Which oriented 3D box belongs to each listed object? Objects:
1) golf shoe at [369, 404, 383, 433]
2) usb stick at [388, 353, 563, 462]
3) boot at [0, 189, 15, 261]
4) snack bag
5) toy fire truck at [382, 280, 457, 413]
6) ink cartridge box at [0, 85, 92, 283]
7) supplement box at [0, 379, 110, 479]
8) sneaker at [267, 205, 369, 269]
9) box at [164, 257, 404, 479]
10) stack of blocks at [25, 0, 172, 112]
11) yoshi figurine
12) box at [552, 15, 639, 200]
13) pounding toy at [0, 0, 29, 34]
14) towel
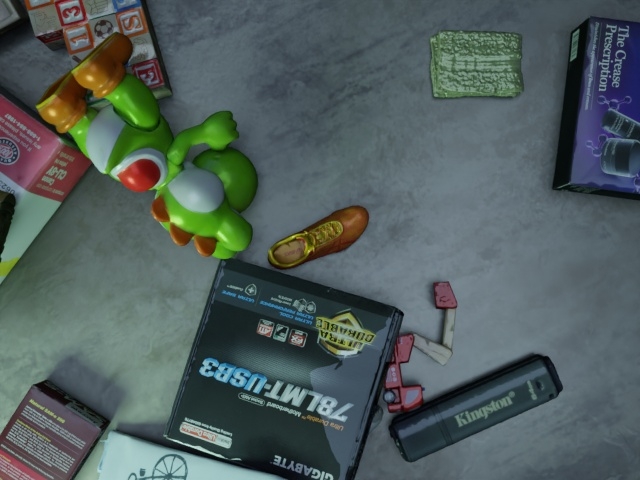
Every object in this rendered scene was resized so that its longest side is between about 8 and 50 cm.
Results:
[{"bbox_3d":[0.037,0.327,1.486,0.176,0.069,0.086,-38,106,5],"label":"golf shoe"},{"bbox_3d":[0.242,0.263,1.487,0.278,0.045,0.077,-24,88,-1],"label":"usb stick"},{"bbox_3d":[-0.582,0.003,1.314,0.270,0.089,0.236,14,78,3],"label":"boot"},{"bbox_3d":[-0.226,0.473,1.399,0.343,0.037,0.323,8,76,26],"label":"snack bag"},{"bbox_3d":[0.155,0.167,1.481,0.135,0.047,0.192,-9,81,5],"label":"toy fire truck"},{"bbox_3d":[-0.582,-0.063,1.436,0.279,0.160,0.384,36,90,4],"label":"ink cartridge box"},{"bbox_3d":[-0.449,0.353,1.473,0.130,0.073,0.239,33,90,1],"label":"supplement box"},{"bbox_3d":[0.000,0.000,1.485,0.175,0.067,0.064,-30,87,-2],"label":"sneaker"},{"bbox_3d":[-0.054,0.203,1.440,0.296,0.073,0.293,17,84,14],"label":"box"},{"bbox_3d":[-0.358,-0.352,1.485,0.171,0.087,0.297,-17,89,0],"label":"stack of blocks"},{"bbox_3d":[-0.227,-0.136,1.421,0.203,0.203,0.362,-46,109,-10],"label":"yoshi figurine"},{"bbox_3d":[0.478,-0.199,1.474,0.184,0.103,0.261,7,88,-2],"label":"box"},{"bbox_3d":[-0.557,-0.374,1.492,0.141,0.100,0.130,-28,103,2],"label":"pounding toy"},{"bbox_3d":[0.249,-0.281,1.512,0.148,0.027,0.110,-1,87,1],"label":"towel"}]
